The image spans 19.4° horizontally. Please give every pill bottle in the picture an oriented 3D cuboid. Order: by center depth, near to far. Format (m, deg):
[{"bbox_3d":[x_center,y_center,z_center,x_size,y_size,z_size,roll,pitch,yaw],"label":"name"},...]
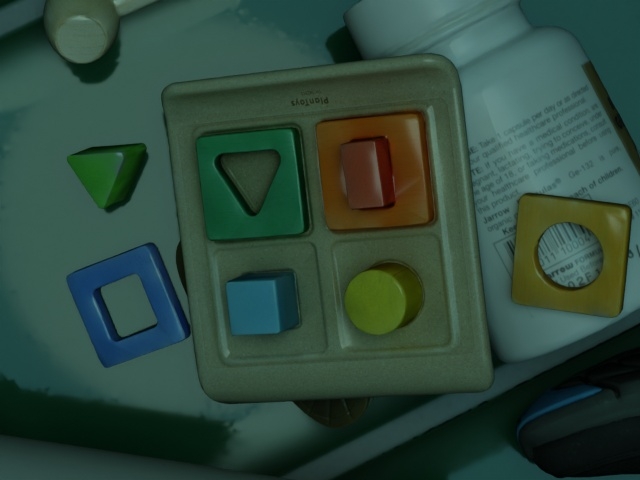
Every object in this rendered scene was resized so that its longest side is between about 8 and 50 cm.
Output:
[{"bbox_3d":[0.111,-0.056,1.101,0.131,0.131,0.229,-28,92,-4],"label":"pill bottle"}]

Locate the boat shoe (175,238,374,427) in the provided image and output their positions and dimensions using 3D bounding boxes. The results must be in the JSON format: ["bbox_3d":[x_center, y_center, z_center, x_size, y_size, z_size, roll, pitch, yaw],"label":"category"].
[{"bbox_3d":[-0.025,0.048,1.138,0.153,0.048,0.056,43,110,4],"label":"boat shoe"}]

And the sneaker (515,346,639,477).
[{"bbox_3d":[0.286,0.119,1.092,0.340,0.125,0.140,-8,97,14],"label":"sneaker"}]

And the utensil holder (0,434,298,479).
[{"bbox_3d":[-0.096,0.271,0.989,0.385,0.327,0.328,8,89,-5],"label":"utensil holder"}]

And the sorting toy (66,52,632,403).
[{"bbox_3d":[0.000,0.000,1.057,0.347,0.047,0.196,-5,100,21],"label":"sorting toy"}]

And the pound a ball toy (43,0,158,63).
[{"bbox_3d":[-0.060,-0.270,1.108,0.319,0.136,0.208,-27,117,-4],"label":"pound a ball toy"}]
